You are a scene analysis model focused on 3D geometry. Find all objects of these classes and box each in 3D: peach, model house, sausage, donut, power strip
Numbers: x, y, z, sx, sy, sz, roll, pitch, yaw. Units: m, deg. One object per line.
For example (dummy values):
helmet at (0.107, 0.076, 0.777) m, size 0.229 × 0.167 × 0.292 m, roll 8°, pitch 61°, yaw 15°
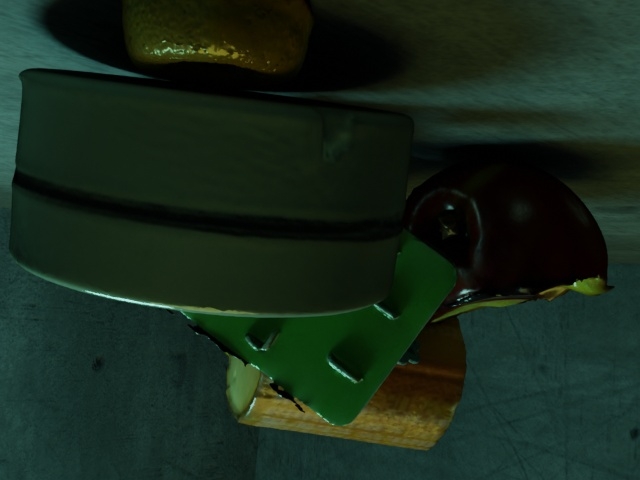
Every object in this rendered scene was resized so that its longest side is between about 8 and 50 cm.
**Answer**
peach at (0.244, -0.009, 1.252) m, size 0.257 × 0.201 × 0.361 m, roll -20°, pitch 167°, yaw 41°
model house at (0.000, 0.000, 1.143) m, size 0.357 × 0.243 × 0.313 m, roll 34°, pitch -159°, yaw 6°
sausage at (0.031, 0.165, 1.351) m, size 0.287 × 0.233 × 0.233 m, roll 12°, pitch 174°, yaw -16°
donut at (-0.075, -0.146, 0.681) m, size 0.151 × 0.058 × 0.152 m, roll 5°, pitch 178°, yaw 0°
power strip at (-0.098, -0.051, 0.831) m, size 0.357 × 0.162 × 0.357 m, roll 7°, pitch -170°, yaw -1°

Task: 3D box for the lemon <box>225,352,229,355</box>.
lemon at (-0.045, 0.058, 1.590) m, size 0.347 × 0.348 × 0.348 m, roll 5°, pitch 176°, yaw 0°
